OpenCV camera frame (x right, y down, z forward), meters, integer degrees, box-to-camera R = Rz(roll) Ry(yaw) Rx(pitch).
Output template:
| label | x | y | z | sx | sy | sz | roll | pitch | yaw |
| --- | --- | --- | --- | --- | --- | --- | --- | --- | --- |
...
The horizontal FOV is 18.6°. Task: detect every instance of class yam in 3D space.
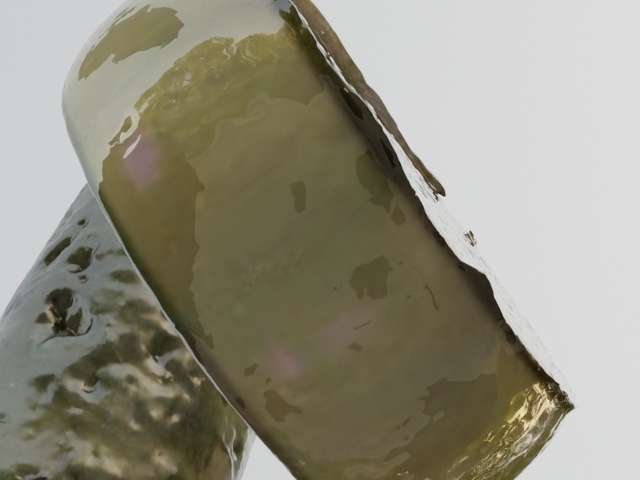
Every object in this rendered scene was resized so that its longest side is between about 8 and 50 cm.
| label | x | y | z | sx | sy | sz | roll | pitch | yaw |
| --- | --- | --- | --- | --- | --- | --- | --- | --- | --- |
| yam | -0.073 | 0.055 | 0.722 | 0.107 | 0.194 | 0.107 | 12 | -43 | 11 |

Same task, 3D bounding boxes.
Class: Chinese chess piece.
| label | x | y | z | sx | sy | sz | roll | pitch | yaw |
| --- | --- | --- | --- | --- | --- | --- | --- | --- | --- |
| Chinese chess piece | 0.000 | 0.000 | 0.389 | 0.051 | 0.122 | 0.122 | -35 | -70 | 5 |
